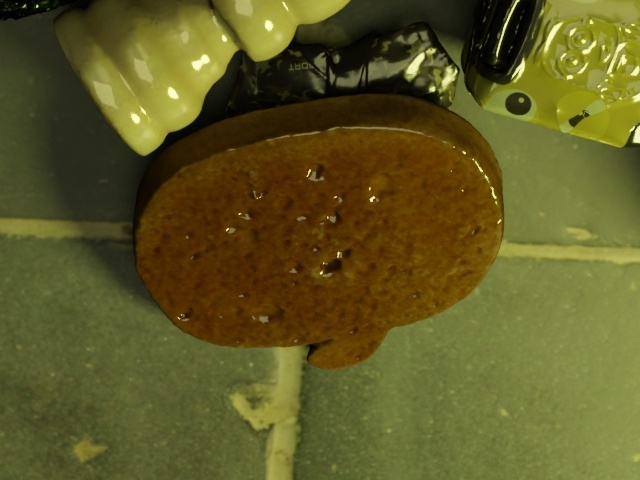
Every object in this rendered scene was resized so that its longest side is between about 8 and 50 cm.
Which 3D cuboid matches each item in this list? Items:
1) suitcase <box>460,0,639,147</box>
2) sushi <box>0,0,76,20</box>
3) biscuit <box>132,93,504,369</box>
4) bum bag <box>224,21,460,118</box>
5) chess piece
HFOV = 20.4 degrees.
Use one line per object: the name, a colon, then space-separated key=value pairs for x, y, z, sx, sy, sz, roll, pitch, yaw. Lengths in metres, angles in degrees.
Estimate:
suitcase: x=0.264 y=-0.211 z=1.791 sx=0.235 sy=0.143 sz=0.194 roll=14 pitch=114 yaw=-12
sushi: x=-0.249 y=-0.293 z=1.720 sx=0.225 sy=0.127 sz=0.124 roll=-19 pitch=114 yaw=3
biscuit: x=0.000 y=-0.006 z=1.888 sx=0.394 sy=0.070 sz=0.350 roll=-6 pitch=131 yaw=3
bum bag: x=0.020 y=-0.162 z=1.834 sx=0.248 sy=0.069 sz=0.102 roll=-11 pitch=131 yaw=2
chess piece: x=-0.099 y=-0.230 z=1.759 sx=0.299 sy=0.167 sz=0.167 roll=-33 pitch=113 yaw=3
